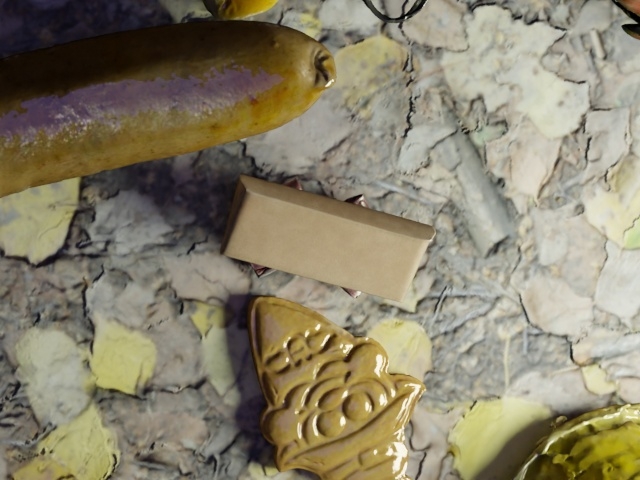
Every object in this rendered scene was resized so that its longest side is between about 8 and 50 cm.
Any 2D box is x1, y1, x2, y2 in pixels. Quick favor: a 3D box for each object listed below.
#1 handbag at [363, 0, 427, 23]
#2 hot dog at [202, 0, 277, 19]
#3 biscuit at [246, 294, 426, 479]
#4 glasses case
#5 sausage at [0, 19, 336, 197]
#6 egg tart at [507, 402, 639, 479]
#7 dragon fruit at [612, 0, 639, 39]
[{"bbox_3d":[0.075,-0.274,1.687,0.115,0.072,0.139,2,98,-11],"label":"handbag"},{"bbox_3d":[-0.101,-0.323,1.652,0.084,0.073,0.242,-21,98,-13],"label":"hot dog"},{"bbox_3d":[0.010,0.154,1.727,0.162,0.035,0.250,-39,98,-10],"label":"biscuit"},{"bbox_3d":[0.000,0.000,1.702,0.194,0.070,0.102,15,119,-12],"label":"glasses case"},{"bbox_3d":[-0.233,-0.113,1.613,0.501,0.136,0.123,-15,123,-11],"label":"sausage"},{"bbox_3d":[0.309,0.317,1.743,0.315,0.120,0.314,-1,94,-9],"label":"egg tart"},{"bbox_3d":[0.381,-0.237,1.695,0.182,0.182,0.188,-46,113,-4],"label":"dragon fruit"}]
